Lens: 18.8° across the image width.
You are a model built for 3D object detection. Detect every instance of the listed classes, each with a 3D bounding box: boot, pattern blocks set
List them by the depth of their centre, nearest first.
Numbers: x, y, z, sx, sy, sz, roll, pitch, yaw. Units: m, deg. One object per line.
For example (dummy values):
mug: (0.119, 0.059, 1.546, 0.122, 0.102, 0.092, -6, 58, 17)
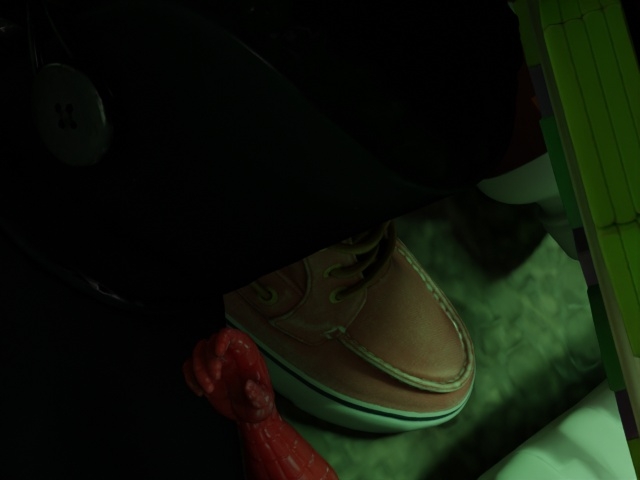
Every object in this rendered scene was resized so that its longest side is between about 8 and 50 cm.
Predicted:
boot: (-0.033, 0.011, 0.486, 0.094, 0.207, 0.246, -19, 87, -43)
pattern blocks set: (0.084, 0.002, 0.524, 0.285, 0.026, 0.324, 52, 25, -68)

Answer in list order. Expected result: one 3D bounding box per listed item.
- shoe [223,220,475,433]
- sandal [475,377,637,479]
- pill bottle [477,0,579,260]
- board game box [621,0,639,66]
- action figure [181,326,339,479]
shoe: (0.000, 0.000, 0.604, 0.178, 0.081, 0.063, 36, 53, -25)
sandal: (0.183, 0.089, 0.723, 0.416, 0.102, 0.169, -17, 70, -30)
pill bottle: (0.069, -0.070, 0.687, 0.152, 0.086, 0.086, 50, 49, -14)
board game box: (0.218, -0.207, 0.403, 0.356, 0.357, 0.356, -71, 149, -74)
action figure: (-0.056, 0.068, 0.407, 0.280, 0.139, 0.091, 13, 51, -5)
